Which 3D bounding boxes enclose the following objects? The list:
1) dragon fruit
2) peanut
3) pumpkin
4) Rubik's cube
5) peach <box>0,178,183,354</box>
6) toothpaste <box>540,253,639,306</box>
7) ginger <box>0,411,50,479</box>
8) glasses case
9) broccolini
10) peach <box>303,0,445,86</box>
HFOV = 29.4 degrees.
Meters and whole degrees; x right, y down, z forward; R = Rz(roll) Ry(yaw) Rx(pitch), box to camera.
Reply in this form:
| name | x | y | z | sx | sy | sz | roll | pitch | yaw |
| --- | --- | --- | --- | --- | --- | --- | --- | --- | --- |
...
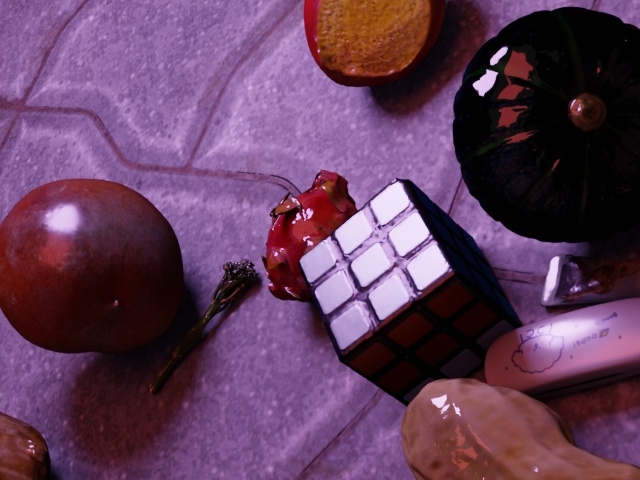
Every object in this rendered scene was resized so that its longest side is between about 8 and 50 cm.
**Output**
| name | x | y | z | sx | sy | sz | roll | pitch | yaw |
| --- | --- | --- | --- | --- | --- | --- | --- | --- | --- |
| dragon fruit | 0.000 | 0.000 | 1.471 | 0.133 | 0.136 | 0.166 | 18 | 83 | 10 |
| peanut | 0.202 | 0.228 | 1.150 | 0.305 | 0.147 | 0.147 | 32 | 86 | 46 |
| pumpkin | 0.257 | -0.115 | 1.292 | 0.248 | 0.248 | 0.248 | -20 | 52 | 28 |
| Rubik's cube | 0.098 | 0.060 | 1.324 | 0.163 | 0.160 | 0.162 | -40 | 45 | 13 |
| peach | -0.300 | 0.037 | 1.589 | 0.252 | 0.252 | 0.252 | -20 | 52 | 28 |
| toothpaste | 0.321 | 0.042 | 1.246 | 0.216 | 0.037 | 0.062 | -1 | 62 | 45 |
| ginger | -0.445 | 0.362 | 1.588 | 0.274 | 0.152 | 0.357 | -57 | 34 | 34 |
| glasses case | 0.258 | 0.112 | 1.238 | 0.197 | 0.049 | 0.076 | -19 | 53 | 29 |
| broccolini | -0.154 | 0.115 | 1.591 | 0.218 | 0.042 | 0.044 | -56 | 17 | 2 |
| peach | 0.065 | -0.295 | 1.564 | 0.190 | 0.190 | 0.192 | -14 | 40 | 32 |
